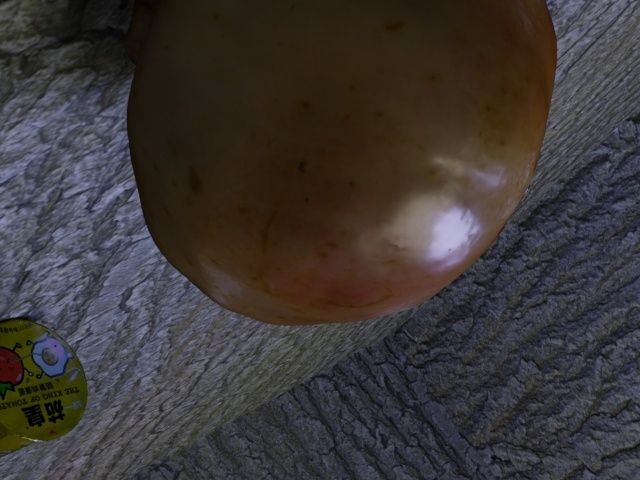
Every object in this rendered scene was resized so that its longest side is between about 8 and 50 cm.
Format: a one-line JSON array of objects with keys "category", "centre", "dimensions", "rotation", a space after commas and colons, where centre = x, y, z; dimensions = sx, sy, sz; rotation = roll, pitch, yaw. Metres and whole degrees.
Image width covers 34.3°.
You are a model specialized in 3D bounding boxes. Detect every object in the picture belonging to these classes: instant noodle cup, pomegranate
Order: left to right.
[{"category": "instant noodle cup", "centre": [-0.445, 0.221, 1.461], "dimensions": [0.144, 0.182, 0.182], "rotation": [-33, 170, 33]}, {"category": "pomegranate", "centre": [0.000, -0.122, 0.927], "dimensions": [0.412, 0.411, 0.411], "rotation": [-34, 166, -9]}]
